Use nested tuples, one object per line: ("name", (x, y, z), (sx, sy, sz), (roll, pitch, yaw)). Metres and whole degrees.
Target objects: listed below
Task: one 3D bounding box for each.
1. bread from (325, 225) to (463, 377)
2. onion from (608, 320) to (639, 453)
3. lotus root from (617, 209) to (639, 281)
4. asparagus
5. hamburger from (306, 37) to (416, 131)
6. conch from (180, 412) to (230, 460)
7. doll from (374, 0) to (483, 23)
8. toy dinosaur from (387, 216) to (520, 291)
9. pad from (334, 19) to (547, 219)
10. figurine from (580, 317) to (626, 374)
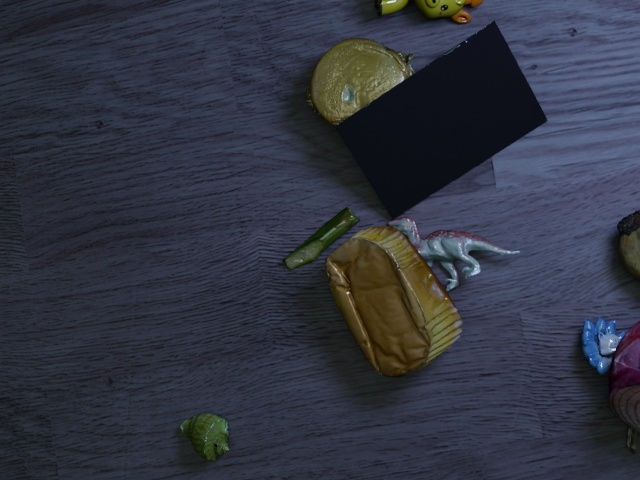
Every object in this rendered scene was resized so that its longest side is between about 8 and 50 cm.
("bread", (0.144, 0.106, 1.886), (0.204, 0.156, 0.288), (-36, 85, 39))
("onion", (0.666, 0.235, 1.791), (0.256, 0.272, 0.230), (48, 57, -27))
("lotus root", (0.652, 0.034, 1.855), (0.138, 0.138, 0.214), (-38, 84, 4))
("asparagus", (0.000, 0.000, 1.987), (0.178, 0.041, 0.045), (-40, 74, 5))
("hamburger", (0.080, -0.304, 1.952), (0.215, 0.122, 0.190), (9, 91, 12))
("conch", (-0.228, 0.394, 1.993), (0.121, 0.074, 0.089), (26, 63, 27))
("doll", (0.217, -0.498, 1.955), (0.220, 0.135, 0.143), (-4, 119, 2))
("toy dinosaur", (0.266, 0.011, 1.941), (0.242, 0.053, 0.167), (-15, 78, 15))
("pad", (0.239, -0.228, 1.910), (0.367, 0.007, 0.248), (-33, 119, 4))
("figurine", (0.541, 0.195, 1.882), (0.114, 0.079, 0.114), (4, 78, -17))
